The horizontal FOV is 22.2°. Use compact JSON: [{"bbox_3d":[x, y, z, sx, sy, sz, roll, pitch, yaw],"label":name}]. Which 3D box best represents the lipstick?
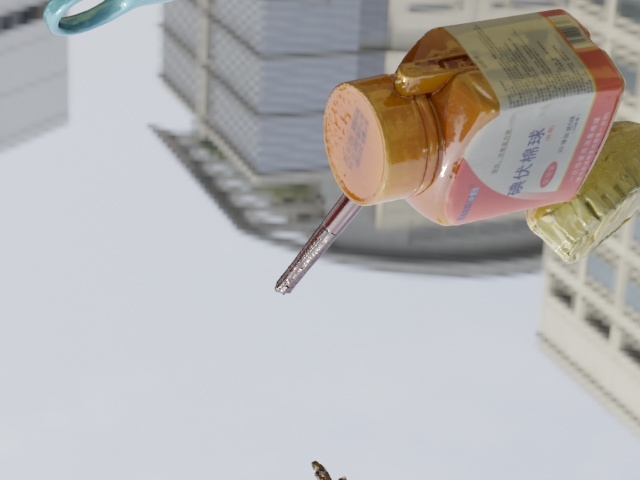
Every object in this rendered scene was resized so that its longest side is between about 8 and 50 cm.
[{"bbox_3d":[-0.001,0.000,1.742,0.027,0.176,0.027,24,-142,-20],"label":"lipstick"}]

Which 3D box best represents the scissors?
[{"bbox_3d":[-0.146,-0.316,1.958,0.193,0.029,0.447,-34,171,33],"label":"scissors"}]

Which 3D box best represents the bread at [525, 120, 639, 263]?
[{"bbox_3d":[0.343,-0.068,2.029,0.106,0.140,0.236,42,-143,12],"label":"bread"}]

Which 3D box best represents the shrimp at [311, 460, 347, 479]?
[{"bbox_3d":[0.020,0.359,2.359,0.025,0.127,0.091,-23,-155,15],"label":"shrimp"}]

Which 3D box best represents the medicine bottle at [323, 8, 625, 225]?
[{"bbox_3d":[0.123,-0.097,1.340,0.222,0.149,0.112,-13,-129,-27],"label":"medicine bottle"}]
